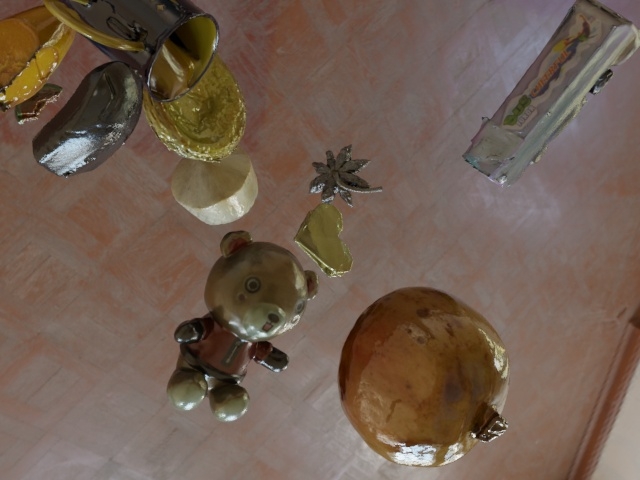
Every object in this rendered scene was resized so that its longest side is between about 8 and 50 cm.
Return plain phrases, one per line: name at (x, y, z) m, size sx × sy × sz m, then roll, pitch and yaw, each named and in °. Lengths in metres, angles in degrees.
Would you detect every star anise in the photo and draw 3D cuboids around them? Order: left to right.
star anise at (0.068, -0.198, 1.516) m, size 0.230 × 0.262 × 0.081 m, roll -64°, pitch 155°, yaw -8°

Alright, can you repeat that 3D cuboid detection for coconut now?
coconut at (-0.375, -0.215, 1.728) m, size 0.328 × 0.329 × 0.329 m, roll -13°, pitch 118°, yaw -26°

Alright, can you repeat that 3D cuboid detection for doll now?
doll at (-0.149, 0.157, 0.888) m, size 0.235 × 0.174 × 0.330 m, roll 33°, pitch 87°, yaw -28°

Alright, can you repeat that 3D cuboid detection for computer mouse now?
computer mouse at (-0.356, -0.183, 0.770) m, size 0.217 × 0.073 × 0.122 m, roll -44°, pitch 168°, yaw 12°

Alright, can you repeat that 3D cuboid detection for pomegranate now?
pomegranate at (0.129, 0.172, 0.598) m, size 0.215 × 0.215 × 0.216 m, roll -13°, pitch 118°, yaw -26°

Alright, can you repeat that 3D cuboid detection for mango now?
mango at (-0.593, -0.381, 0.967) m, size 0.126 × 0.154 × 0.252 m, roll 42°, pitch 76°, yaw -16°

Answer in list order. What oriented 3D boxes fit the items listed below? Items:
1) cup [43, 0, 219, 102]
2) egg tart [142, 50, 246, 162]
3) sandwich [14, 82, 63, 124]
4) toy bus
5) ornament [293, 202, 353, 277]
cup at (-0.338, -0.400, 0.821) m, size 0.256 × 0.255 × 0.178 m, roll 39°, pitch 90°, yaw 3°
egg tart at (-0.321, -0.335, 1.170) m, size 0.315 × 0.120 × 0.315 m, roll 12°, pitch 75°, yaw -49°
sandwich at (-0.704, -0.344, 1.187) m, size 0.067 × 0.029 × 0.135 m, roll 36°, pitch 68°, yaw -3°
toy bus at (0.369, -0.231, 0.806) m, size 0.138 × 0.112 × 0.317 m, roll -13°, pitch 142°, yaw -48°
ornament at (0.000, 0.000, 1.309) m, size 0.180 × 0.059 × 0.201 m, roll 0°, pitch 69°, yaw -43°
